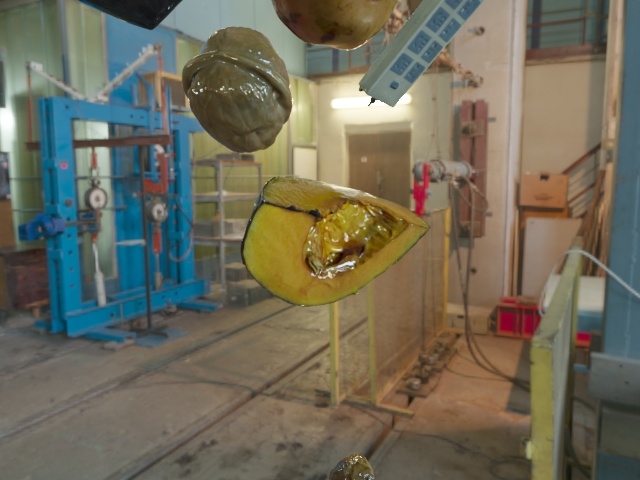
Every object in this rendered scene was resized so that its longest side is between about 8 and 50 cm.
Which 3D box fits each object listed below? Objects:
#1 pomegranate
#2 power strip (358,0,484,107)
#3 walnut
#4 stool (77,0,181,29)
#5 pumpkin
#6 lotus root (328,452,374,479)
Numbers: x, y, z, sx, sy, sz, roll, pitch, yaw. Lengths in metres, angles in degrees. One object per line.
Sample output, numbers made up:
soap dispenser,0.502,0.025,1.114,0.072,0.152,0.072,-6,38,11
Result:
pomegranate,0.022,-0.385,0.749,0.209,0.209,0.209,0,7,0
power strip,0.212,-0.411,1.032,0.106,0.367,0.043,8,43,-47
walnut,-0.205,-0.382,1.313,0.286,0.296,0.285,10,-20,4
stool,-0.179,-0.306,0.425,0.141,0.232,0.232,31,16,14
pumpkin,0.000,0.000,0.839,0.313,0.169,0.148,7,27,-28
lotus root,0.077,0.616,1.312,0.096,0.159,0.135,20,-26,-7
